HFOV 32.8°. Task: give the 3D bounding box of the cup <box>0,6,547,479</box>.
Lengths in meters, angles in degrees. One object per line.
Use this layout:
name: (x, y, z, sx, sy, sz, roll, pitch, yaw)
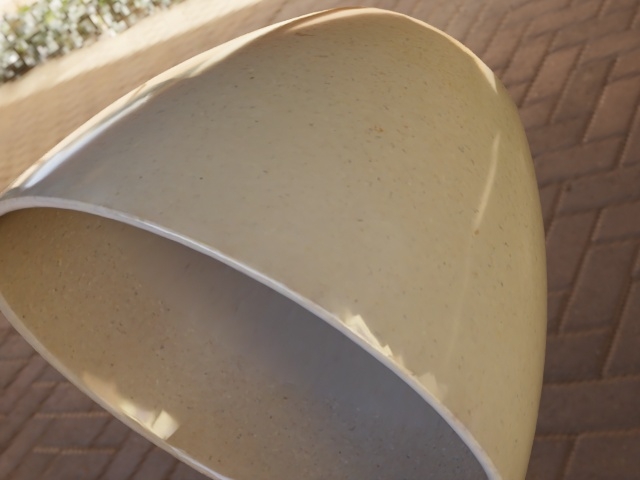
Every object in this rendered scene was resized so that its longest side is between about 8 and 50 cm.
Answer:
cup: (0.000, 0.000, 0.653, 0.331, 0.331, 0.237, -2, 49, 45)
